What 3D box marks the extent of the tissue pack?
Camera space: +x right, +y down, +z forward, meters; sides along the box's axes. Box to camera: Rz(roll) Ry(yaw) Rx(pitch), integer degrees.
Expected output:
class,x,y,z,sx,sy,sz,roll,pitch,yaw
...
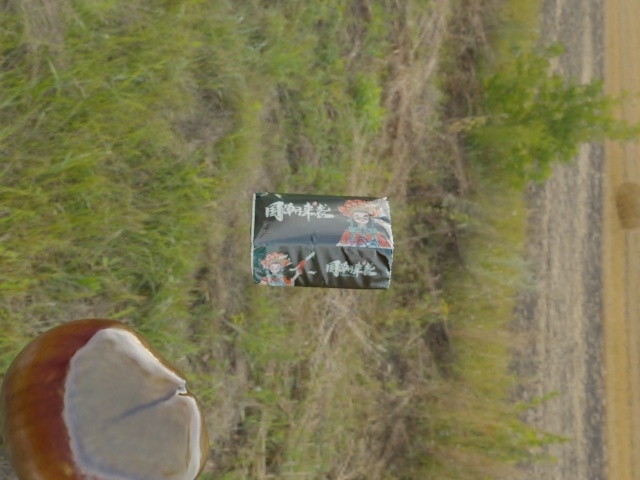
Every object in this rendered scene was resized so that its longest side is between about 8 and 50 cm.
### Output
class,x,y,z,sx,sy,sz,roll,pitch,yaw
tissue pack,-0.001,0.000,0.951,0.103,0.170,0.090,-94,-174,-48

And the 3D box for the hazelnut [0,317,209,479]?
class,x,y,z,sx,sy,sz,roll,pitch,yaw
hazelnut,-0.223,0.183,0.788,0.181,0.181,0.212,-26,89,-25
